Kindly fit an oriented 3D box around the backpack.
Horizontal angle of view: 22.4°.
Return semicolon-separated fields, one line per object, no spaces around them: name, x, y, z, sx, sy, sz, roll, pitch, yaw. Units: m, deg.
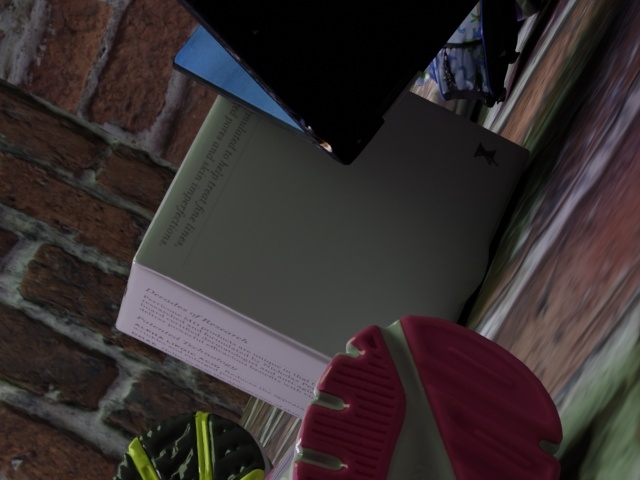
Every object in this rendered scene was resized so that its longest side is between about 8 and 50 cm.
backpack;0.109;-0.178;1.281;0.105;0.084;0.114;-66;-26;-54

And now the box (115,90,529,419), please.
box;0.000;0.000;0.963;0.181;0.181;0.119;-64;1;-25

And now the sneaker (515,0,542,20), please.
sneaker;0.118;-0.244;1.331;0.071;0.170;0.068;-19;29;29

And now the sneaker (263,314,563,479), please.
sneaker;-0.006;0.151;0.529;0.252;0.103;0.111;-57;-4;-18

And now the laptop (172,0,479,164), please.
laptop;0.030;-0.260;0.769;0.382;0.236;0.408;-52;-29;-2

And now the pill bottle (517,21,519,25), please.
pill bottle;0.149;-0.255;1.442;0.187;0.112;0.112;-62;2;40

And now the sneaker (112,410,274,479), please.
sneaker;-0.115;0.315;1.113;0.385;0.145;0.147;-64;-24;-10

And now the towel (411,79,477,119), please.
towel;0.073;-0.044;1.568;0.317;0.053;0.332;-61;3;35
